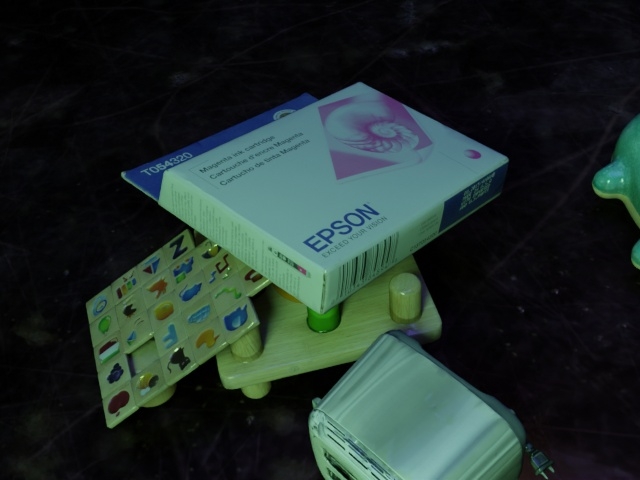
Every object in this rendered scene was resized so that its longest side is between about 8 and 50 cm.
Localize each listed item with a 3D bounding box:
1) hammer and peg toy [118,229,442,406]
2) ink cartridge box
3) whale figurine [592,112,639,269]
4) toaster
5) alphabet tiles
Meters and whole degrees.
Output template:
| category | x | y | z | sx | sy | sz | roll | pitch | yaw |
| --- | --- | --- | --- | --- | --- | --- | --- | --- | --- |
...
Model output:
| category | x | y | z | sx | sy | sz | roll | pitch | yaw |
| --- | --- | --- | --- | --- | --- | --- | --- | --- | --- |
| hammer and peg toy | -0.066 | 0.052 | 0.996 | 0.361 | 0.127 | 0.266 | -12 | 44 | -6 |
| ink cartridge box | -0.006 | -0.087 | 0.978 | 0.330 | 0.071 | 0.324 | 33 | 46 | 29 |
| whale figurine | 0.457 | -0.075 | 1.056 | 0.216 | 0.141 | 0.272 | 11 | 47 | 17 |
| toaster | 0.094 | 0.206 | 0.824 | 0.146 | 0.129 | 0.227 | -38 | 54 | -24 |
| alphabet tiles | -0.157 | 0.069 | 0.931 | 0.237 | 0.009 | 0.198 | -35 | 42 | 7 |
